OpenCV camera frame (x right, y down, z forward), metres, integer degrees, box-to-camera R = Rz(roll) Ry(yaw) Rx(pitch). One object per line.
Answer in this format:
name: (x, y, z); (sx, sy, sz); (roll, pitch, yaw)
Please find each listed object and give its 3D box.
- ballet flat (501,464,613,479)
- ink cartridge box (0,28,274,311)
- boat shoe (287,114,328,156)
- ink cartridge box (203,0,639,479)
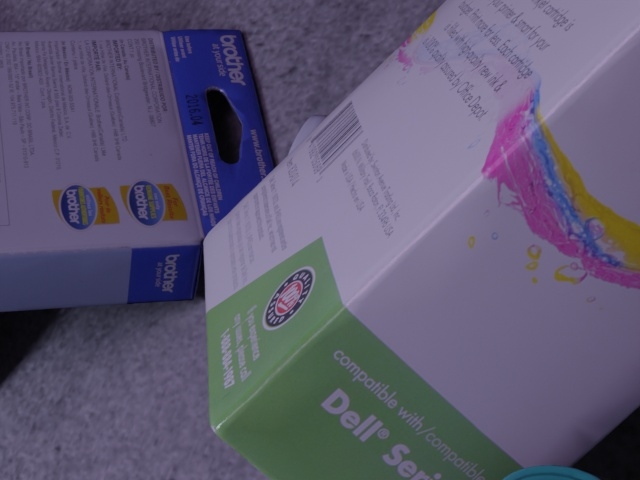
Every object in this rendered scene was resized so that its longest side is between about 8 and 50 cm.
ballet flat: (0.054, 0.209, 0.470); (0.095, 0.096, 0.280); (14, 60, 31)
ink cartridge box: (-0.186, -0.043, 0.839); (0.311, 0.065, 0.185); (-5, 49, -13)
boat shoe: (0.000, 0.000, 0.766); (0.040, 0.049, 0.142); (4, 68, 21)
ink cartridge box: (0.115, -0.050, 0.593); (0.353, 0.119, 0.207); (-44, 18, 11)
